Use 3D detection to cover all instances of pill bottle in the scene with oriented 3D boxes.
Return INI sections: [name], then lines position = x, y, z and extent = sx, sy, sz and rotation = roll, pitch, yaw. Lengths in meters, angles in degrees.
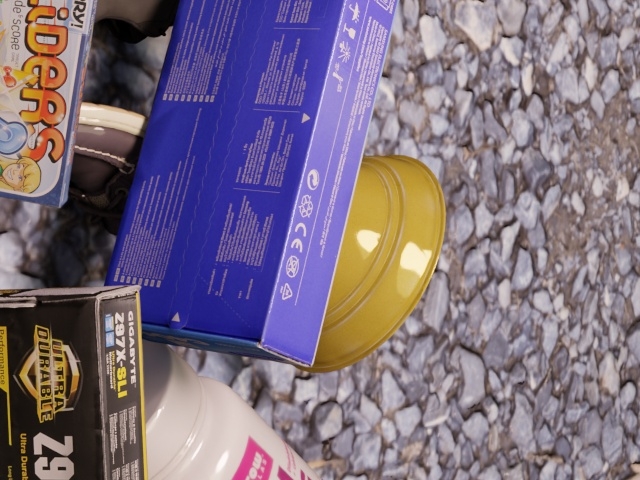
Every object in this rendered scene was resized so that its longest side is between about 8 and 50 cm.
[pill bottle]
position = -0.097, 0.216, 1.308
extent = 0.283, 0.160, 0.160
rotation = 49, 59, -35

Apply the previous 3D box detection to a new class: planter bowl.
[planter bowl]
position = 0.000, 0.000, 1.361
extent = 0.090, 0.217, 0.217
rotation = 33, 69, -34

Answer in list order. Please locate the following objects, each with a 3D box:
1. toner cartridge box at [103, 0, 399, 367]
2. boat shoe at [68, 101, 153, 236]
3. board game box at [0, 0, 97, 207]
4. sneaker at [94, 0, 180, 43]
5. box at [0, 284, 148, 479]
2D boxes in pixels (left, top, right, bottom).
[toner cartridge box]
position = -0.050, -0.086, 1.200
extent = 0.075, 0.165, 0.347
rotation = 28, 72, -52
[boat shoe]
position = -0.155, -0.048, 1.280
extent = 0.285, 0.103, 0.092
rotation = 17, 75, -50
[board game box]
position = -0.240, -0.135, 1.141
extent = 0.035, 0.136, 0.201
rotation = -86, -174, -77
[sneaker]
position = -0.138, -0.237, 1.299
extent = 0.286, 0.109, 0.130
rotation = -21, 117, -36
[box]
position = -0.247, 0.196, 1.076
extent = 0.079, 0.257, 0.322
rotation = -7, 94, -73
